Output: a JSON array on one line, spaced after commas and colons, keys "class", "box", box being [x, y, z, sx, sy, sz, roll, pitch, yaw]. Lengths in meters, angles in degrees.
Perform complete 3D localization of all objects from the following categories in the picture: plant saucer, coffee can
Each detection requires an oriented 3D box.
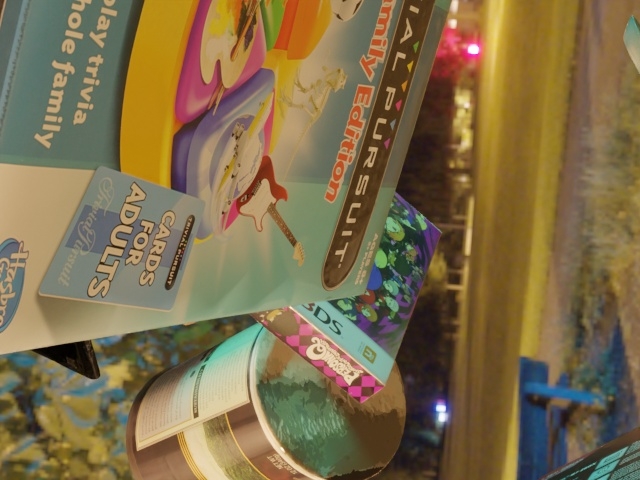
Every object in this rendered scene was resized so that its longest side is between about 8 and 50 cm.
[{"class": "plant saucer", "box": [0.351, -0.182, 1.090, 0.119, 0.021, 0.119, 44, -151, -33]}, {"class": "coffee can", "box": [-0.068, 0.201, 1.170, 0.275, 0.202, 0.201, -31, 41, 46]}]

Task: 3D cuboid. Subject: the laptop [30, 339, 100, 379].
[{"class": "laptop", "box": [-0.259, -0.052, 0.852, 0.136, 0.234, 0.264, -50, -31, -39]}]

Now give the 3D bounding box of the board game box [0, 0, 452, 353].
[{"class": "board game box", "box": [-0.045, -0.092, 0.485, 0.336, 0.079, 0.253, -3, -69, -62]}]

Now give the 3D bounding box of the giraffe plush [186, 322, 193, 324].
[{"class": "giraffe plush", "box": [-0.195, 0.052, 1.574, 0.181, 0.170, 0.210, 45, -172, -42]}]

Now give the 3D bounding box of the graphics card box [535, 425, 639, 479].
[{"class": "graphics card box", "box": [0.169, 0.205, 0.603, 0.094, 0.233, 0.371, 59, -152, 9]}]

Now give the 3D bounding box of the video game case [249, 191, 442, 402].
[{"class": "video game case", "box": [0.000, 0.000, 0.929, 0.042, 0.210, 0.232, -41, 13, 38]}]
